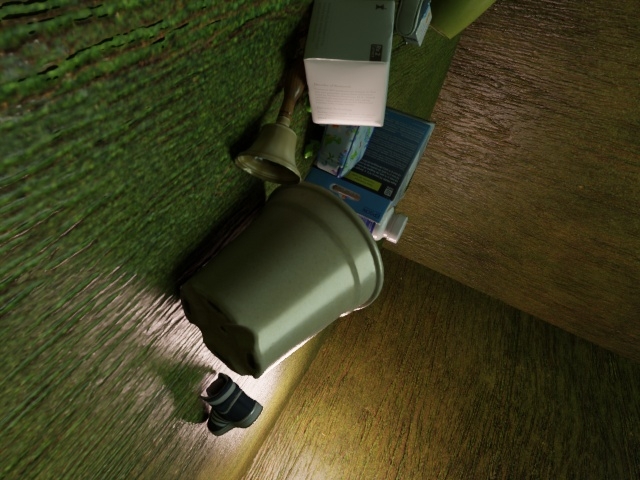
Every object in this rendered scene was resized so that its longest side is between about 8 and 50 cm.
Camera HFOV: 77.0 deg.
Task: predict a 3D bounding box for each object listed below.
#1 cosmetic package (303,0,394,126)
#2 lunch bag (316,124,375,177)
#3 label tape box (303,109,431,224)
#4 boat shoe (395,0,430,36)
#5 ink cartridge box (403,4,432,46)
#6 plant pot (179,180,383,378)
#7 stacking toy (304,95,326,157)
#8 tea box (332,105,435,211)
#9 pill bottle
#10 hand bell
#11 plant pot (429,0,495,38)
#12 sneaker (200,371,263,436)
[{"bbox_3d":[0.059,-0.342,0.791,0.183,0.152,0.151,77,20,-68],"label":"cosmetic package"},{"bbox_3d":[0.079,-0.279,1.002,0.176,0.090,0.218,-50,165,-48],"label":"lunch bag"},{"bbox_3d":[0.133,-0.217,1.164,0.347,0.249,0.115,-61,166,-17],"label":"label tape box"},{"bbox_3d":[0.293,-0.732,1.179,0.079,0.095,0.254,-55,165,-30],"label":"boat shoe"},{"bbox_3d":[0.331,-0.740,1.378,0.104,0.062,0.181,-68,167,16],"label":"ink cartridge box"},{"bbox_3d":[-0.093,0.094,0.817,0.305,0.334,0.333,-40,154,-38],"label":"plant pot"},{"bbox_3d":[0.027,-0.327,0.993,0.221,0.052,0.167,-56,164,-28],"label":"stacking toy"},{"bbox_3d":[0.238,-0.309,1.466,0.329,0.220,0.323,-34,146,-64],"label":"tea box"},{"bbox_3d":[0.190,-0.092,1.559,0.152,0.272,0.152,-58,165,-25],"label":"pill bottle"},{"bbox_3d":[-0.063,-0.238,0.753,0.126,0.126,0.241,58,47,-74],"label":"hand bell"},{"bbox_3d":[0.500,-0.888,1.422,0.293,0.275,0.275,-53,173,27],"label":"plant pot"},{"bbox_3d":[-0.294,0.480,1.178,0.282,0.153,0.099,-36,-167,43],"label":"sneaker"}]
